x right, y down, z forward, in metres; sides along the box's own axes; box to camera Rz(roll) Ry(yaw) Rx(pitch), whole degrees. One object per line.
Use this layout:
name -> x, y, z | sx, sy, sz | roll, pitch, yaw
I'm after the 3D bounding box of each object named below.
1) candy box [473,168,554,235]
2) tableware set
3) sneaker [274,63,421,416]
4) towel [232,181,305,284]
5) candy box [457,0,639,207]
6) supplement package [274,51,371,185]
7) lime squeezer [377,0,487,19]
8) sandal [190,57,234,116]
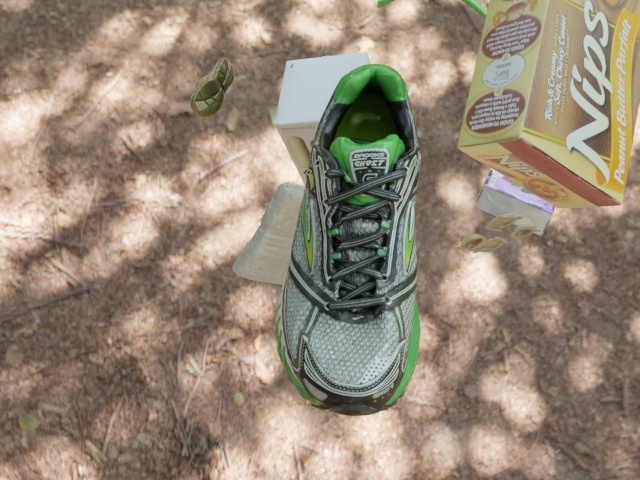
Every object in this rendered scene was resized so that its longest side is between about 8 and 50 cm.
candy box -> 0.462, -0.117, 1.854 | 0.165, 0.070, 0.196 | 23, 38, 8
tableware set -> 0.379, -0.010, 1.712 | 0.141, 0.169, 0.020 | 9, 58, -41
sneaker -> 0.026, -0.011, 0.725 | 0.134, 0.146, 0.343 | 1, 61, 1
towel -> 0.000, 0.000, 1.397 | 0.282, 0.187, 0.049 | 13, 27, -40
candy box -> 0.263, -0.212, 0.847 | 0.183, 0.087, 0.316 | 23, 76, -36
supplement package -> 0.036, -0.271, 1.880 | 0.199, 0.262, 0.198 | -2, 58, 17
lime squeezer -> 0.257, -0.532, 1.744 | 0.310, 0.110, 0.059 | 21, 29, 27
sandal -> -0.232, -0.318, 1.668 | 0.049, 0.072, 0.180 | -2, 43, 23
